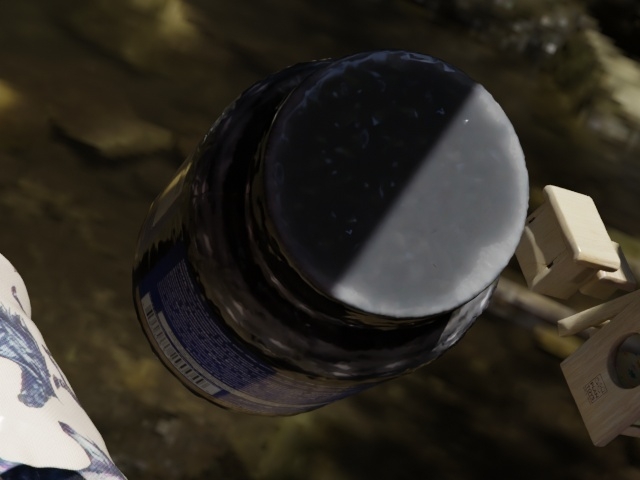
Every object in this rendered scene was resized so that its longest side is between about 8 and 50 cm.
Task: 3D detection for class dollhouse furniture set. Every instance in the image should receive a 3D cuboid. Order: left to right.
[{"bbox_3d":[0.231,0.041,1.103,0.182,0.101,0.161,13,44,-38],"label":"dollhouse furniture set"}]

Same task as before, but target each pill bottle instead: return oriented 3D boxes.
[{"bbox_3d":[0.000,0.000,0.710,0.123,0.123,0.219,20,-14,-10],"label":"pill bottle"}]

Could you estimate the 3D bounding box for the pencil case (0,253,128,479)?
[{"bbox_3d":[-0.156,0.177,0.939,0.183,0.160,0.410,37,14,-53],"label":"pencil case"}]
